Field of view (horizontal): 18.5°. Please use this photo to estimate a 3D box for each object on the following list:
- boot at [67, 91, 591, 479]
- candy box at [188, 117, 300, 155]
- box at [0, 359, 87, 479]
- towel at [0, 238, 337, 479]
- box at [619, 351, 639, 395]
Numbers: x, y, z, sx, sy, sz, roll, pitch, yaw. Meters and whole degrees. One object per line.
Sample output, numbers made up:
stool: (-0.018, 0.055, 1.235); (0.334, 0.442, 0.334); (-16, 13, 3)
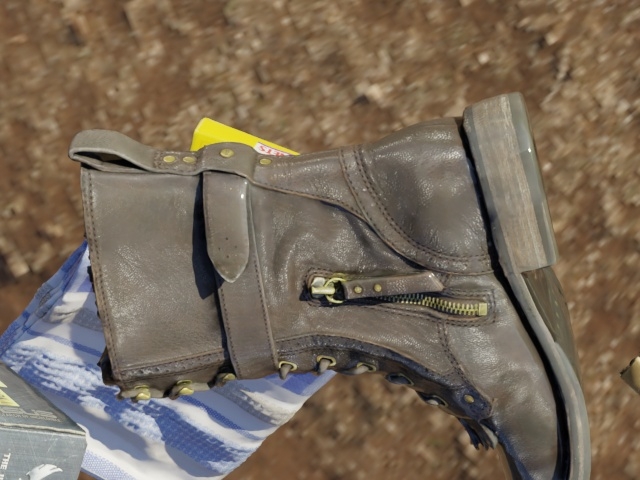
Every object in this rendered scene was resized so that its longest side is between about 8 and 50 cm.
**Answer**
boot: (0.007, 0.046, 0.956); (0.229, 0.091, 0.263); (-11, 116, 6)
candy box: (0.000, 0.000, 1.332); (0.206, 0.027, 0.105); (21, 123, 4)
box: (-0.202, 0.163, 0.929); (0.183, 0.059, 0.233); (26, 101, 52)
towel: (-0.130, 0.104, 1.426); (0.209, 0.034, 0.285); (28, 141, -14)
box: (0.265, 0.100, 0.985); (0.201, 0.164, 0.021); (44, 130, 14)
